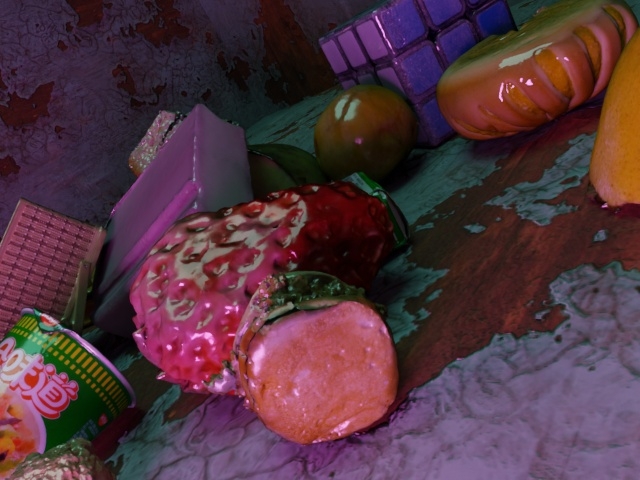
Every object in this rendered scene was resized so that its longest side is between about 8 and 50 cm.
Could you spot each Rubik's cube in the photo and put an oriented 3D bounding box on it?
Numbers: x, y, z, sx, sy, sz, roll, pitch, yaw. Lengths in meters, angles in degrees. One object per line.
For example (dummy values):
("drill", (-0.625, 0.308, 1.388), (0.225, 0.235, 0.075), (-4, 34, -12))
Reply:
("Rubik's cube", (0.226, -0.407, 1.313), (0.300, 0.305, 0.303), (-34, 17, -13))

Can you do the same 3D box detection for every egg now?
("egg", (-0.261, 0.265, 0.577), (0.116, 0.118, 0.140), (-38, 1, 36))

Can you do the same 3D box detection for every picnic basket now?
("picnic basket", (-0.526, 0.118, 1.081), (0.228, 0.175, 0.313), (-31, 43, 50))

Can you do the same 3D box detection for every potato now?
("potato", (-0.079, -0.147, 1.223), (0.269, 0.112, 0.255), (23, 24, 17))

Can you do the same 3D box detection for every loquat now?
("loquat", (0.089, -0.196, 1.157), (0.213, 0.213, 0.213), (-27, 18, 10))

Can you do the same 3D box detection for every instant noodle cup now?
("instant noodle cup", (-0.393, 0.235, 0.757), (0.207, 0.207, 0.233), (-9, 34, 48))

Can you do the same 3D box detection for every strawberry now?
("strawberry", (-0.075, 0.026, 0.712), (0.336, 0.149, 0.265), (-36, 45, -6))

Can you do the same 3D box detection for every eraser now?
("eraser", (-0.273, -0.026, 1.059), (0.359, 0.122, 0.272), (-40, 43, 32))

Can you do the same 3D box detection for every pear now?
("pear", (0.391, -0.158, 0.610), (0.266, 0.178, 0.267), (-23, 17, 8))

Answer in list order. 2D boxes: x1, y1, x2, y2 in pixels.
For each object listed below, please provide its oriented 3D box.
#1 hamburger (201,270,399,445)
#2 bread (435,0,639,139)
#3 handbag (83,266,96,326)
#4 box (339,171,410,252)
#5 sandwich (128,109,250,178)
("hamburger", (-0.020, 0.109, 0.557), (0.184, 0.160, 0.131), (-14, 18, -16))
("bread", (0.361, -0.281, 1.001), (0.332, 0.160, 0.333), (-29, 18, 10))
("handbag", (-0.587, 0.097, 1.534), (0.282, 0.133, 0.401), (-19, 21, 17))
("box", (0.000, 0.000, 0.906), (0.249, 0.103, 0.180), (-28, 18, 3))
("sandwich", (-0.277, -0.151, 1.376), (0.262, 0.326, 0.131), (-33, 37, -17))
